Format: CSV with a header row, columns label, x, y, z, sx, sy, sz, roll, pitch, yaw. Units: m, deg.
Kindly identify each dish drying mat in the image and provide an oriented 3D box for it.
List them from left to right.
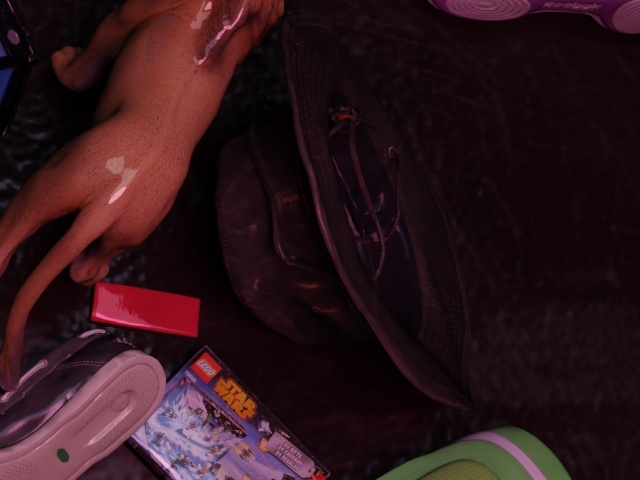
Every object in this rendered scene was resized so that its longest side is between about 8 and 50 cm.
label,x,y,z,sx,sy,sz,roll,pitch,yaw
dish drying mat,-0.133,0.053,1.292,0.083,0.008,0.032,11,68,-19

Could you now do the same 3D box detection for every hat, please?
label,x,y,z,sx,sy,sz,roll,pitch,yaw
hat,0.000,0.000,1.274,0.134,0.331,0.331,-23,77,15

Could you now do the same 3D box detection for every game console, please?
label,x,y,z,sx,sy,sz,roll,pitch,yaw
game console,-0.268,-0.126,1.233,0.071,0.122,0.107,-42,116,-42

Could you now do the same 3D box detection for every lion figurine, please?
label,x,y,z,sx,sy,sz,roll,pitch,yaw
lion figurine,-0.123,-0.096,1.195,0.142,0.240,0.392,27,56,-25

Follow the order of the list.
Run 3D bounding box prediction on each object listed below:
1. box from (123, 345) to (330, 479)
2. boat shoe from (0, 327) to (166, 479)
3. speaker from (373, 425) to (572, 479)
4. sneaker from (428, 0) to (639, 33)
label,x,y,z,sx,sy,sz,roll,pitch,yaw
box,-0.072,0.159,1.265,0.137,0.027,0.094,46,63,0
boat shoe,-0.220,0.146,1.197,0.233,0.084,0.079,-37,49,-22
speaker,0.048,0.247,1.225,0.297,0.131,0.131,-27,82,-28
sneaker,0.234,-0.267,1.495,0.305,0.114,0.152,3,71,-21
